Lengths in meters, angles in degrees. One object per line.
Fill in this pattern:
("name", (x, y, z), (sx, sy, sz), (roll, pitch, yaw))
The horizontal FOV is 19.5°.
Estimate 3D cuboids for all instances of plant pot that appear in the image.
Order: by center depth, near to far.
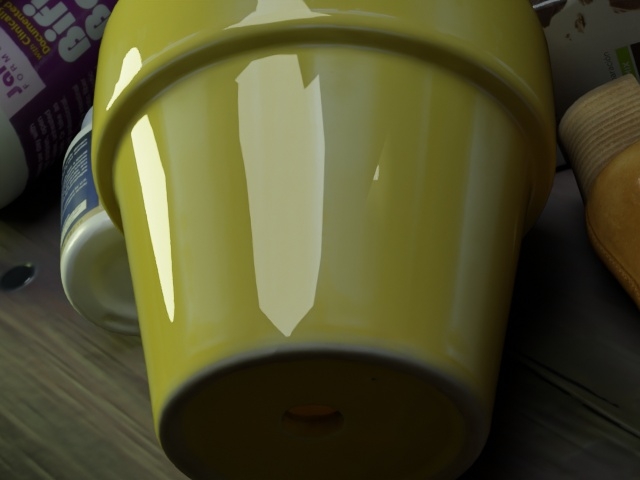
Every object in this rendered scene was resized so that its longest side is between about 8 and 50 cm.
("plant pot", (0.000, 0.000, 0.968), (0.254, 0.254, 0.239), (-12, 52, 17))

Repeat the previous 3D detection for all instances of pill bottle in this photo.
("pill bottle", (-0.118, -0.025, 1.181), (0.094, 0.094, 0.169), (-20, 35, 6))
("pill bottle", (-0.237, -0.125, 1.320), (0.169, 0.169, 0.301), (11, 48, 40))

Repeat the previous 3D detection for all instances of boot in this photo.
("boot", (0.282, -0.053, 0.991), (0.295, 0.104, 0.211), (-27, 40, 4))

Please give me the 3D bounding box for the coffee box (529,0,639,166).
("coffee box", (0.113, -0.131, 1.162), (0.297, 0.119, 0.168), (-17, 35, 10))
